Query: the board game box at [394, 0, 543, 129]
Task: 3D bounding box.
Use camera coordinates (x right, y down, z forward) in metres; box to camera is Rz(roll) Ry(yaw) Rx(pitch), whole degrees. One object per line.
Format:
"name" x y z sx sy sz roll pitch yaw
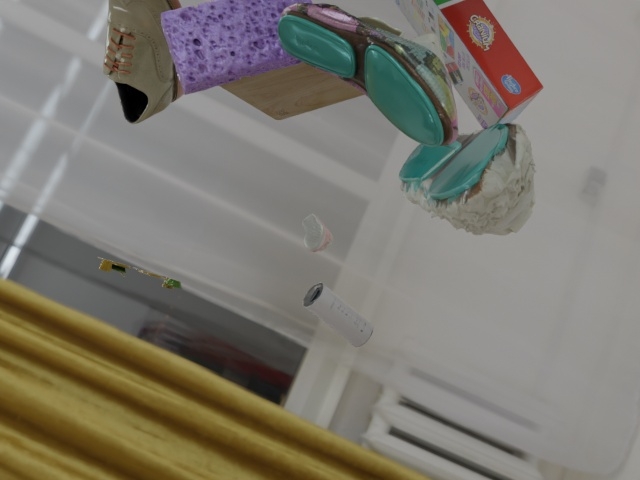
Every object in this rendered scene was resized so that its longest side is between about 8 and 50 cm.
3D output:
"board game box" 0.233 -0.338 1.333 0.064 0.316 0.242 -34 -4 2

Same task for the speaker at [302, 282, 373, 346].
"speaker" 0.032 0.136 1.462 0.055 0.136 0.055 -39 26 24

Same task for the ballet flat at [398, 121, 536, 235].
"ballet flat" 0.206 -0.072 1.028 0.147 0.147 0.409 -64 7 6

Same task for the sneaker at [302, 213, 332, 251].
"sneaker" 0.000 0.000 1.665 0.051 0.070 0.134 -32 26 9

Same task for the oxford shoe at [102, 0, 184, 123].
"oxford shoe" -0.344 -0.370 1.514 0.146 0.140 0.397 -53 -20 -26

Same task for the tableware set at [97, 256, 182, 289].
"tableware set" -0.335 0.065 1.473 0.104 0.154 0.024 8 79 61

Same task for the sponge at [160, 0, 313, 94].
"sponge" -0.104 -0.283 1.102 0.031 0.210 0.117 113 138 -71

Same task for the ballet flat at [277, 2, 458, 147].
"ballet flat" 0.055 -0.160 0.699 0.079 0.221 0.077 -32 -39 -26

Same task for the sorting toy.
"sorting toy" -0.051 -0.339 1.493 0.257 0.255 0.089 -11 71 31
